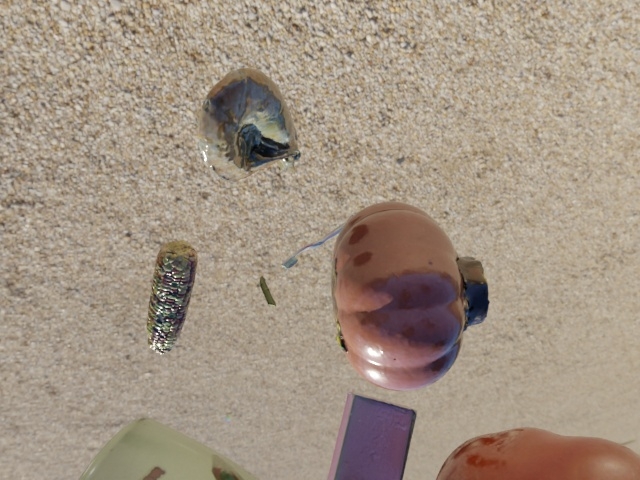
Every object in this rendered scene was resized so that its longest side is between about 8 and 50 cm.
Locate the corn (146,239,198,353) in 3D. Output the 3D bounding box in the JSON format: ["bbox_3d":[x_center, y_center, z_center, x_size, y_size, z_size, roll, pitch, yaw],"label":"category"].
[{"bbox_3d":[-0.310,0.119,1.040,0.086,0.086,0.253,4,115,-28],"label":"corn"}]

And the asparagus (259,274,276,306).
[{"bbox_3d":[-0.154,0.148,1.448,0.021,0.108,0.025,-29,152,4],"label":"asparagus"}]

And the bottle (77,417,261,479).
[{"bbox_3d":[-0.104,0.371,0.553,0.352,0.229,0.229,25,142,4],"label":"bottle"}]

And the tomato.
[{"bbox_3d":[0.141,0.208,0.326,0.151,0.187,0.187,-36,156,-27],"label":"tomato"}]

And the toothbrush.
[{"bbox_3d":[0.000,0.000,1.348,0.269,0.027,0.021,-35,163,-29],"label":"toothbrush"}]

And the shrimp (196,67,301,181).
[{"bbox_3d":[-0.106,-0.160,0.827,0.168,0.077,0.317,-54,159,-5],"label":"shrimp"}]

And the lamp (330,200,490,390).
[{"bbox_3d":[0.137,0.086,0.805,0.240,0.305,0.305,-5,147,1],"label":"lamp"}]

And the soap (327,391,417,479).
[{"bbox_3d":[0.131,0.541,1.294,0.181,0.259,0.081,16,168,-7],"label":"soap"}]
